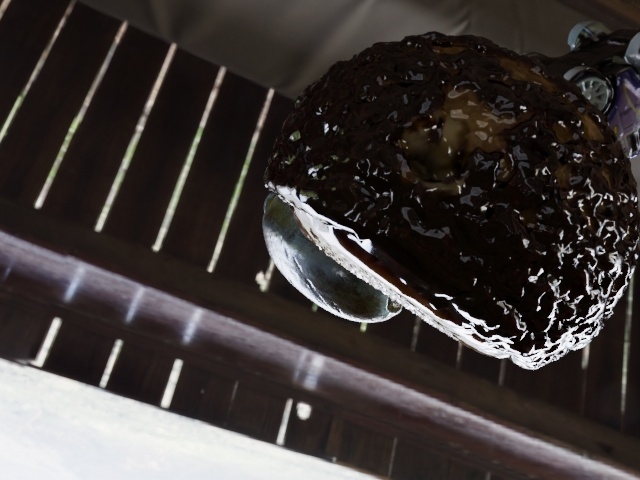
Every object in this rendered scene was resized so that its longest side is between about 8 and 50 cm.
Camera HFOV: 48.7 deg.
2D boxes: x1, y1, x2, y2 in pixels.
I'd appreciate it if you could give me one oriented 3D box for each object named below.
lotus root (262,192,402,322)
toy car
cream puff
[{"bbox_3d":[0.000,0.000,1.004,0.140,0.158,0.322,-7,-152,-43],"label":"lotus root"},{"bbox_3d":[0.355,-0.179,0.907,0.235,0.172,0.158,-28,114,0],"label":"toy car"},{"bbox_3d":[0.087,-0.032,0.450,0.239,0.165,0.239,36,180,0],"label":"cream puff"}]
